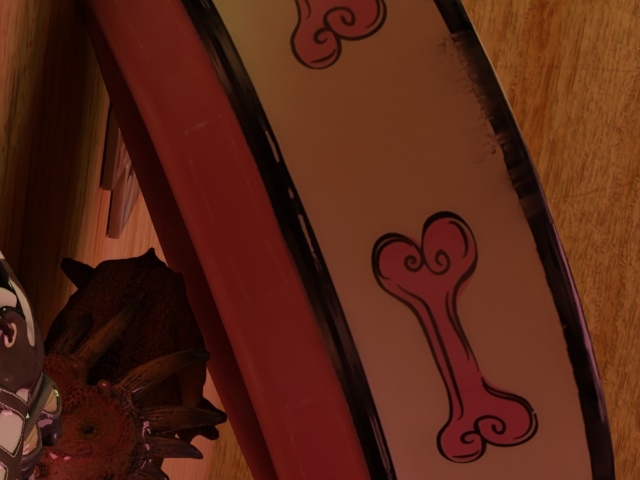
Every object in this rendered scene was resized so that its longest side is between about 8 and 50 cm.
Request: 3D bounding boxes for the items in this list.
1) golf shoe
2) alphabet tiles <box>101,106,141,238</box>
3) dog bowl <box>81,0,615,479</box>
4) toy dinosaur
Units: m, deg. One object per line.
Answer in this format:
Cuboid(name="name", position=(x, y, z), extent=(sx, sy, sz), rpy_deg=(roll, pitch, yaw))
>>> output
Cuboid(name="golf shoe", position=(-0.133, 0.065, 0.611), extent=(0.198, 0.077, 0.094), rpy_deg=(-96, -176, -67))
Cuboid(name="alphabet tiles", position=(-0.108, -0.188, 1.270), extent=(0.285, 0.011, 0.343), rpy_deg=(-80, 179, -68))
Cuboid(name="dog bowl", position=(0.000, 0.000, 0.969), extent=(0.408, 0.150, 0.408), rpy_deg=(159, -90, -84))
Cuboid(name="toy dinosaur", position=(-0.106, 0.074, 0.920), extent=(0.296, 0.127, 0.200), rpy_deg=(-88, 179, -49))
